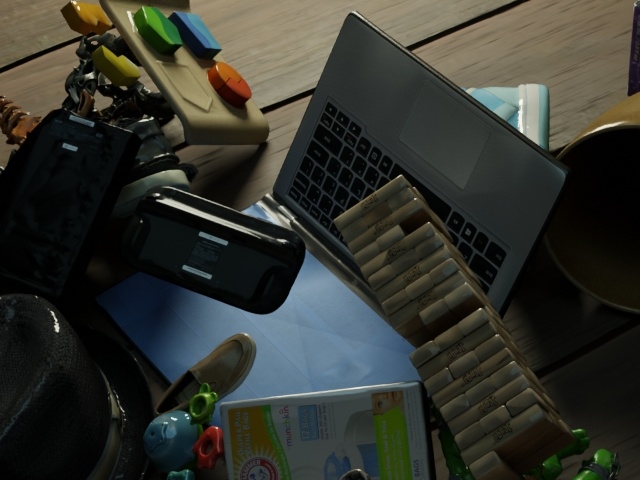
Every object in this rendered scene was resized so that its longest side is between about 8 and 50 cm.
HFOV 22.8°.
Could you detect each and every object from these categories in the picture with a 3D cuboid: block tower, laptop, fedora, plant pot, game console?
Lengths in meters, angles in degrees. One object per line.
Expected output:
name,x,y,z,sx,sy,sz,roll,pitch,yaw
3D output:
block tower,0.133,0.092,1.579,0.097,0.091,0.335,-34,55,11
laptop,0.000,0.000,1.765,0.236,0.408,0.382,-1,33,-45
fedora,-0.331,0.174,1.676,0.334,0.152,0.334,-3,44,3
plant pot,0.396,-0.081,1.822,0.237,0.237,0.254,12,34,18
game console,-0.200,-0.004,1.765,0.361,0.044,0.213,20,76,12

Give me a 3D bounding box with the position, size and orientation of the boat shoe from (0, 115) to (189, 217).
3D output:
boat shoe,-0.330,-0.061,1.882,0.340,0.127,0.113,-18,82,11

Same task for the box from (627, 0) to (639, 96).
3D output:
box,0.493,-0.212,1.973,0.108,0.153,0.207,-30,49,-22

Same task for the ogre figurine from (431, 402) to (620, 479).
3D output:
ogre figurine,0.204,0.233,1.600,0.197,0.097,0.118,33,45,-18

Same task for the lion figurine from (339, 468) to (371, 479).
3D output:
lion figurine,0.137,0.295,1.496,0.392,0.240,0.142,7,77,30

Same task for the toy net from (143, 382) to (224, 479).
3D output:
toy net,-0.131,0.268,1.604,0.122,0.045,0.232,-26,54,30

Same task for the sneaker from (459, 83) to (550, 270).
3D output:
sneaker,0.166,-0.077,1.898,0.208,0.127,0.319,4,36,8

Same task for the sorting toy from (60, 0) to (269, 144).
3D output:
sorting toy,-0.182,-0.221,1.942,0.041,0.307,0.229,-36,78,23

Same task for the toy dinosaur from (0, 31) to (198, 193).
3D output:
toy dinosaur,-0.293,-0.142,2.003,0.322,0.164,0.218,29,68,4

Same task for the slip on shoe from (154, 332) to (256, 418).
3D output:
slip on shoe,-0.126,0.150,1.720,0.135,0.041,0.051,-42,53,-2

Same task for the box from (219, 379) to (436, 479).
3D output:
box,0.009,0.208,1.595,0.203,0.103,0.114,-6,82,6
